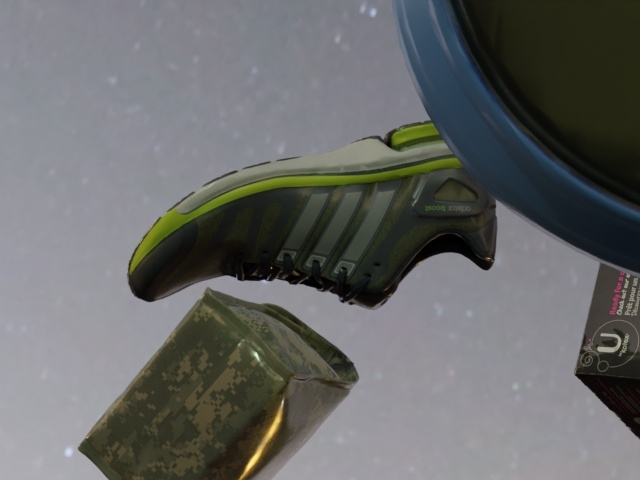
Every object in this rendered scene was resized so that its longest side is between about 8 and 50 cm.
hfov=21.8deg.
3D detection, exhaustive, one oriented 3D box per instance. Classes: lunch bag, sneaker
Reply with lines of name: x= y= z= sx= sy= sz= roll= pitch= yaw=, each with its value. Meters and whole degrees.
lunch bag: x=-0.098 y=0.196 z=1.877 sx=0.169 sy=0.235 sz=0.287 roll=43 pitch=7 yaw=21
sneaker: x=0.000 y=0.000 z=1.263 sx=0.299 sy=0.121 sz=0.111 roll=-17 pitch=-13 yaw=-2

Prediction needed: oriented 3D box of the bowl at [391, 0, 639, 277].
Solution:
bowl: x=0.233 y=-0.168 z=0.932 sx=0.391 sy=0.391 sz=0.077 roll=16 pitch=-10 yaw=1

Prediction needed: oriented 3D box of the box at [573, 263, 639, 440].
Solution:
box: x=0.366 y=0.108 z=1.610 sx=0.142 sy=0.163 sz=0.247 roll=2 pitch=-24 yaw=33
